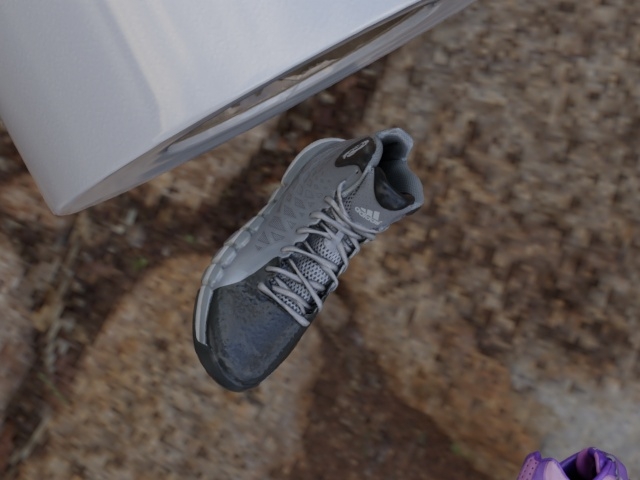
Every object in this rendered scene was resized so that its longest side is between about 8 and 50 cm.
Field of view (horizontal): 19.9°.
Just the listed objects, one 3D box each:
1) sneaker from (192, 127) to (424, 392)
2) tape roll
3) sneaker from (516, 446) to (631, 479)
[{"bbox_3d":[0.000,0.000,1.284,0.086,0.132,0.228,41,56,-21],"label":"sneaker"},{"bbox_3d":[-0.047,-0.140,0.779,0.246,0.246,0.169,-30,91,-26],"label":"tape roll"},{"bbox_3d":[0.281,0.255,1.774,0.236,0.095,0.104,9,91,-27],"label":"sneaker"}]
